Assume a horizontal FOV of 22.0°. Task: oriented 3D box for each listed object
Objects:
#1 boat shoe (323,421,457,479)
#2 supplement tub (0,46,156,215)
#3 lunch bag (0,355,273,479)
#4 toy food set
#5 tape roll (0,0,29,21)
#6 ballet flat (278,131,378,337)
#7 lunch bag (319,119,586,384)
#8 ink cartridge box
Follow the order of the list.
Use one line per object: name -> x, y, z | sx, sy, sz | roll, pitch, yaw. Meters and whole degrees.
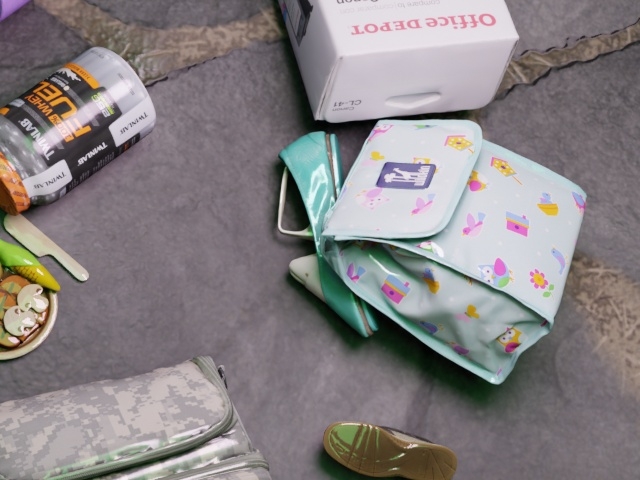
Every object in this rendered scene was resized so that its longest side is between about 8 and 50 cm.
boat shoe -> 0.072, 0.232, 1.796 | 0.152, 0.049, 0.056 | 18, 87, -11
supplement tub -> -0.284, -0.117, 1.794 | 0.190, 0.117, 0.117 | -39, 84, -22
lunch bag -> -0.207, 0.259, 1.645 | 0.305, 0.212, 0.256 | -13, 58, -18
toy food set -> -0.346, 0.063, 1.759 | 0.132, 0.038, 0.192 | 38, 68, 1
tape roll -> -0.397, -0.368, 1.767 | 0.090, 0.275, 0.275 | -41, 85, -22
ballet flat -> 0.000, 0.000, 1.852 | 0.087, 0.083, 0.247 | -14, 74, 8
lunch bag -> 0.140, -0.009, 1.811 | 0.262, 0.160, 0.223 | 30, 46, -5
ink cartridge box -> 0.071, -0.302, 1.902 | 0.226, 0.131, 0.306 | -8, 58, -17
